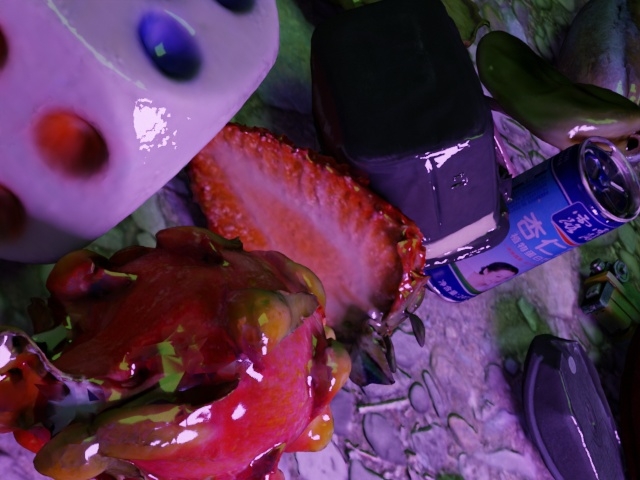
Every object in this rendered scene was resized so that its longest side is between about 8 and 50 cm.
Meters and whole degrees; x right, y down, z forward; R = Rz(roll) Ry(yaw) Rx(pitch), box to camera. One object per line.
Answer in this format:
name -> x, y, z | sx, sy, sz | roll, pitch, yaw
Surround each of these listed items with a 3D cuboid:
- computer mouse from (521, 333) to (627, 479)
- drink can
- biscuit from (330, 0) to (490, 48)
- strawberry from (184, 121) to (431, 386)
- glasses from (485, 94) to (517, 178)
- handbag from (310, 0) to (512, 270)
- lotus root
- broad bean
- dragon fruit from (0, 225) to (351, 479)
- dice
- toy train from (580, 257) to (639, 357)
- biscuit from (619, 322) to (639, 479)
computer mouse -> 0.266, 0.207, 1.582 | 0.231, 0.071, 0.126 | 67, 26, -10
drink can -> 0.208, -0.017, 1.525 | 0.097, 0.235, 0.097 | 24, 52, -34
biscuit -> 0.084, -0.270, 1.653 | 0.273, 0.036, 0.187 | 7, 38, -41
strawberry -> 0.000, 0.000, 1.361 | 0.286, 0.188, 0.106 | 53, 29, 3
glasses -> 0.174, -0.107, 1.652 | 0.255, 0.095, 0.162 | 44, 44, -13
handbag -> 0.082, -0.100, 1.460 | 0.181, 0.181, 0.254 | 74, -2, -46
lotus root -> 0.378, -0.226, 1.892 | 0.158, 0.140, 0.322 | 19, 45, -7
broad bean -> 0.256, -0.158, 1.655 | 0.206, 0.072, 0.153 | 32, 25, 16
dragon fruit -> -0.121, 0.106, 1.159 | 0.307, 0.243, 0.227 | -11, 81, -16
dice -> -0.208, -0.155, 1.182 | 0.251, 0.259, 0.243 | 47, 42, -13
toy train -> 0.355, 0.079, 1.758 | 0.122, 0.050, 0.081 | 44, 53, -18
biscuit -> 0.472, 0.252, 1.721 | 0.407, 0.091, 0.407 | 25, 57, -44
